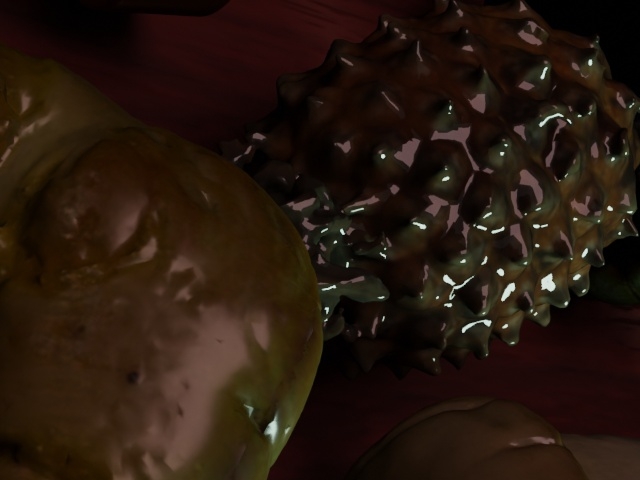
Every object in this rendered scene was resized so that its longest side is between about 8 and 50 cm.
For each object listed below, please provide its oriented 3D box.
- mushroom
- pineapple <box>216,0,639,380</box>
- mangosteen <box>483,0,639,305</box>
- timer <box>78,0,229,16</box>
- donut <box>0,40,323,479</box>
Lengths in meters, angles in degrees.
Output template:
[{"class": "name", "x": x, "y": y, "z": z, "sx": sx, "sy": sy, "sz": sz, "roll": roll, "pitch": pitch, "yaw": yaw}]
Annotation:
[{"class": "mushroom", "x": 0.178, "y": 0.171, "z": 0.828, "sx": 0.407, "sy": 0.137, "sz": 0.154, "roll": 13, "pitch": 67, "yaw": -43}, {"class": "pineapple", "x": 0.000, "y": 0.000, "z": 0.729, "sx": 0.361, "sy": 0.175, "sz": 0.175, "roll": -26, "pitch": 87, "yaw": -42}, {"class": "mangosteen", "x": 0.195, "y": -0.084, "z": 0.977, "sx": 0.243, "sy": 0.243, "sz": 0.243, "roll": 30, "pitch": 45, "yaw": -35}, {"class": "timer", "x": -0.121, "y": -0.152, "z": 0.724, "sx": 0.152, "sy": 0.132, "sz": 0.132, "roll": -12, "pitch": 74, "yaw": -29}, {"class": "donut", "x": -0.127, "y": 0.065, "z": 0.466, "sx": 0.208, "sy": 0.128, "sz": 0.261, "roll": 32, "pitch": 64, "yaw": 1}]
